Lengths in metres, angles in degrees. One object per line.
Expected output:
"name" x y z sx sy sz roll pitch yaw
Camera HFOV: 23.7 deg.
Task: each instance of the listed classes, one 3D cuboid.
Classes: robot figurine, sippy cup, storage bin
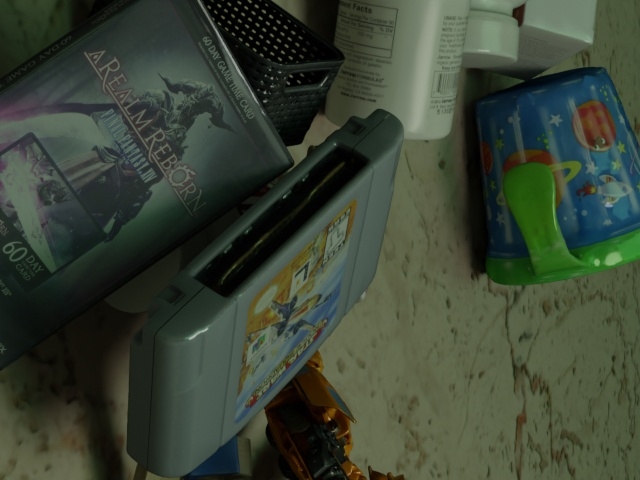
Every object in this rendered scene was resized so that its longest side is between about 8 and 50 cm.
"robot figurine" 0.023 0.222 1.368 0.085 0.291 0.211 -26 125 -8
"sippy cup" 0.291 -0.085 1.842 0.240 0.305 0.224 -17 98 -12
"storage bin" -0.087 -0.155 1.222 0.122 0.180 0.084 -15 139 -58

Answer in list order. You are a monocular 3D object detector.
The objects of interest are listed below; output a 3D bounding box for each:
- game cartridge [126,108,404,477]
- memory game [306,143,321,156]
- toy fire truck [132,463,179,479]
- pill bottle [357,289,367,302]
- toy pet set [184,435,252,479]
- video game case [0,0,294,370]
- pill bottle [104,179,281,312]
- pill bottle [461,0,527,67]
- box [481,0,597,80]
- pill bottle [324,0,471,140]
"game cartridge" -0.039 0.045 1.190 0.297 0.062 0.198 -45 153 -37
"memory game" 0.000 0.000 1.428 0.012 0.186 0.186 -1 90 -14
"toy fire truck" -0.154 0.267 1.208 0.217 0.158 0.246 -2 74 -64
"pill bottle" 0.036 0.020 1.575 0.043 0.043 0.083 49 51 -48
"toy pet set" -0.084 0.221 1.326 0.065 0.122 0.114 21 58 -52
"video game case" -0.171 -0.048 1.094 0.274 0.026 0.196 -35 131 -5
"pill bottle" -0.092 0.006 1.291 0.221 0.121 0.121 -1 92 -58
"pill bottle" 0.156 -0.343 1.637 0.169 0.169 0.302 3 89 -59
"box" 0.245 -0.275 1.771 0.091 0.170 0.130 12 77 -16
"pill bottle" 0.082 -0.223 1.516 0.131 0.131 0.229 -16 118 -57
